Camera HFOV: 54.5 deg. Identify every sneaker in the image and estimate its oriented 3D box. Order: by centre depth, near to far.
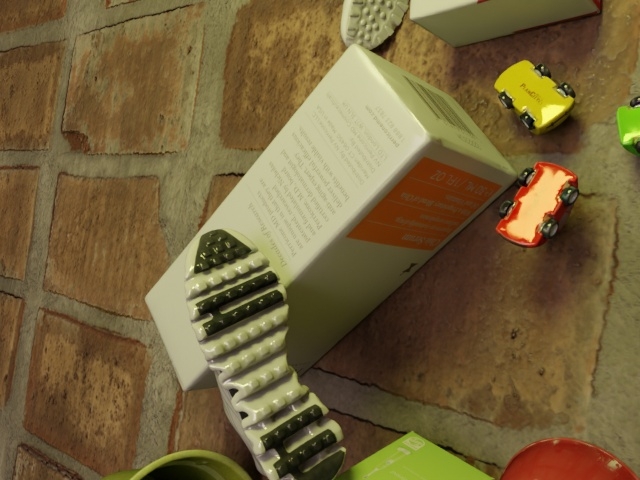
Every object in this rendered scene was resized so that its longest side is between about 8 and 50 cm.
[{"bbox_3d":[-0.079,0.131,0.674,0.118,0.110,0.292,-35,74,62],"label":"sneaker"},{"bbox_3d":[0.077,-0.387,0.899,0.095,0.090,0.235,24,96,52],"label":"sneaker"}]

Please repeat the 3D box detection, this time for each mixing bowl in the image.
[{"bbox_3d":[0.248,0.305,0.645,0.182,0.098,0.181,-6,81,38],"label":"mixing bowl"}]

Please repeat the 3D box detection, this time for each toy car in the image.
[{"bbox_3d":[0.303,-0.105,0.666,0.225,0.053,0.238,-8,63,29],"label":"toy car"}]

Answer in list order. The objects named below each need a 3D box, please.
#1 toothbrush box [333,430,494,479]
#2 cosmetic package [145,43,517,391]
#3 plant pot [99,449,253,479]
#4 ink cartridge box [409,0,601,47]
[{"bbox_3d":[0.048,0.363,0.659,0.122,0.283,0.206,22,111,41],"label":"toothbrush box"},{"bbox_3d":[0.000,0.000,0.807,0.453,0.230,0.161,-46,59,27],"label":"cosmetic package"},{"bbox_3d":[-0.264,0.464,0.970,0.254,0.276,0.275,-17,73,49],"label":"plant pot"},{"bbox_3d":[0.223,-0.399,0.746,0.197,0.114,0.272,0,85,41],"label":"ink cartridge box"}]
